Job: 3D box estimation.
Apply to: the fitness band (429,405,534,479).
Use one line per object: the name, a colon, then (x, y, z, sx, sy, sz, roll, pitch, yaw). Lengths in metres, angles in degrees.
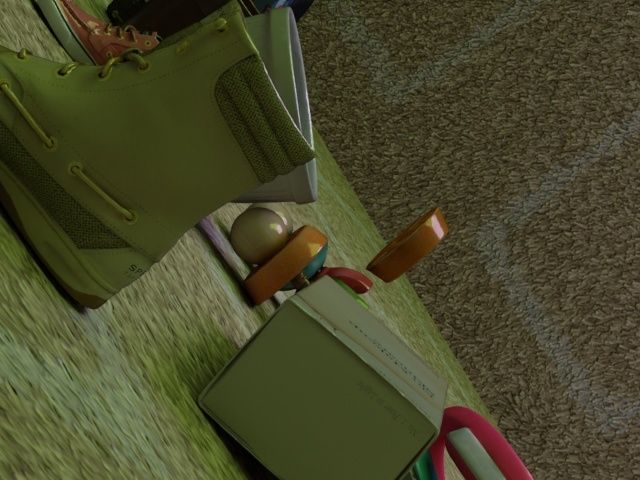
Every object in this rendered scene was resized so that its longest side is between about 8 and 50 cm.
fitness band: (0.168, 0.296, 1.707, 0.291, 0.054, 0.209, 58, -25, 34)

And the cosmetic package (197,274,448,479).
cosmetic package: (0.012, 0.126, 1.444, 0.160, 0.113, 0.309, 41, 4, 2)

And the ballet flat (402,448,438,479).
ballet flat: (0.092, 0.258, 1.672, 0.213, 0.068, 0.072, 65, 14, 12)

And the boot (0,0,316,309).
boot: (-0.146, -0.112, 1.154, 0.262, 0.203, 0.095, 56, 5, -6)

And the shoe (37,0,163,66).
shoe: (-0.207, -0.199, 1.762, 0.178, 0.081, 0.063, 54, 6, -19)

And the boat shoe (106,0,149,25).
boat shoe: (-0.177, -0.219, 2.173, 0.227, 0.069, 0.081, 55, 11, -2)

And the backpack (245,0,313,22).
backpack: (-0.115, -0.299, 2.103, 0.173, 0.158, 0.117, 43, 21, 11)

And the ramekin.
ramekin: (-0.070, -0.134, 1.815, 0.207, 0.109, 0.207, -7, 90, -86)

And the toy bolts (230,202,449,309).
toy bolts: (0.000, 0.000, 1.876, 0.158, 0.218, 0.228, 49, -12, -3)

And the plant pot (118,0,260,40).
plant pot: (-0.145, -0.217, 1.951, 0.167, 0.165, 0.167, 54, 5, -7)

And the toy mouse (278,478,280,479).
toy mouse: (0.019, 0.252, 1.323, 0.161, 0.031, 0.143, 55, 6, -3)
